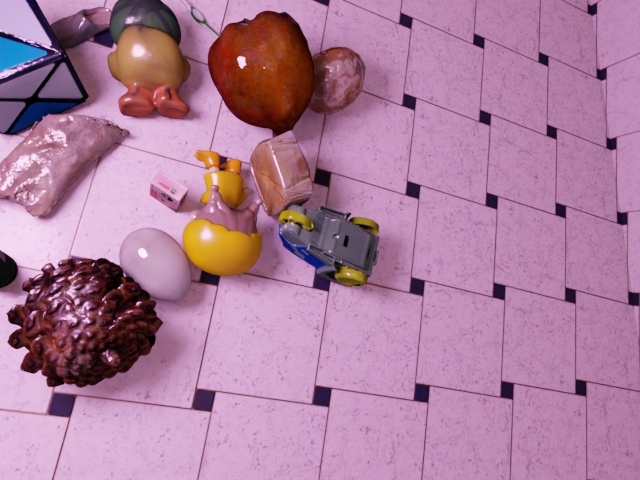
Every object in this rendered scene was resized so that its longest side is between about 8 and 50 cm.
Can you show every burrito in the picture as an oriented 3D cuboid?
[{"bbox_3d":[-0.669,-0.218,1.218,0.175,0.107,0.347,45,68,-22],"label":"burrito"}]

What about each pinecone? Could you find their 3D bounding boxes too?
[{"bbox_3d":[-0.542,0.180,1.099,0.298,0.242,0.295,-33,82,-23],"label":"pinecone"}]

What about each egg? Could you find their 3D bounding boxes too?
[{"bbox_3d":[0.035,-0.502,1.512,0.233,0.195,0.195,-39,94,-11],"label":"egg"},{"bbox_3d":[-0.415,0.064,1.225,0.151,0.151,0.209,-39,99,-24],"label":"egg"}]

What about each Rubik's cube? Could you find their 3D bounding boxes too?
[{"bbox_3d":[-0.741,-0.434,1.141,0.250,0.246,0.248,-31,90,-16],"label":"Rubik's cube"}]

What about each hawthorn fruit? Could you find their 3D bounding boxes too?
[{"bbox_3d":[-0.162,-0.471,1.364,0.309,0.308,0.324,-12,72,-23],"label":"hawthorn fruit"}]

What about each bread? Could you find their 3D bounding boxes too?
[{"bbox_3d":[-0.112,-0.184,1.379,0.110,0.192,0.209,-16,82,-31],"label":"bread"}]

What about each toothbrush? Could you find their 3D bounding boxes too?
[{"bbox_3d":[-0.371,-0.683,1.479,0.304,0.030,0.030,42,67,-8],"label":"toothbrush"}]

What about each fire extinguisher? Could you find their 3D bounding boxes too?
[{"bbox_3d":[-0.731,0.045,1.024,0.118,0.294,0.093,35,69,-10],"label":"fire extinguisher"}]

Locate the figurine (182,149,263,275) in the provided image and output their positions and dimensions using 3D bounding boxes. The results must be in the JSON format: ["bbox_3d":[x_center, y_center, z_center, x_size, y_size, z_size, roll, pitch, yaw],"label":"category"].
[{"bbox_3d":[-0.269,-0.073,1.307,0.215,0.187,0.343,4,69,-33],"label":"figurine"}]

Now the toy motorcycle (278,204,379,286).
[{"bbox_3d":[0.000,0.000,1.391,0.327,0.200,0.191,25,69,-26],"label":"toy motorcycle"}]

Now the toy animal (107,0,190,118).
[{"bbox_3d":[-0.466,-0.514,1.313,0.216,0.191,0.337,-5,80,-22],"label":"toy animal"}]

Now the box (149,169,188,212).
[{"bbox_3d":[-0.406,-0.129,1.285,0.089,0.125,0.043,34,69,-10],"label":"box"}]

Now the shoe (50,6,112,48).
[{"bbox_3d":[-0.655,-0.600,1.321,0.195,0.078,0.079,-35,92,-27],"label":"shoe"}]
